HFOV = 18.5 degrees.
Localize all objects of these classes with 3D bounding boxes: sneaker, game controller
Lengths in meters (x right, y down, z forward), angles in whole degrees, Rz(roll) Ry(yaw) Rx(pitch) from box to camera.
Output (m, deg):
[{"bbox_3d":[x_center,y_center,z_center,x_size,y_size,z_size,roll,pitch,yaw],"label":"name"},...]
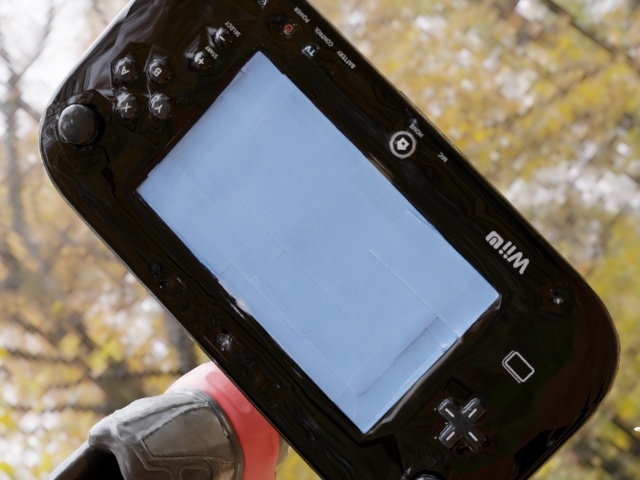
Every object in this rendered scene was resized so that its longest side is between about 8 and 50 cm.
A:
[{"bbox_3d":[-0.121,0.196,1.146,0.135,0.098,0.276,-10,-49,-49],"label":"sneaker"},{"bbox_3d":[0.000,0.000,0.995,0.166,0.319,0.067,-49,-13,22],"label":"game controller"}]

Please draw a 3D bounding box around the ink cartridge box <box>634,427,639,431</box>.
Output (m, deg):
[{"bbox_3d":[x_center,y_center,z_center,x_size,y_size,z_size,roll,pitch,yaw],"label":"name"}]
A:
[{"bbox_3d":[0.305,0.099,1.369,0.198,0.115,0.067,4,-99,-57],"label":"ink cartridge box"}]
